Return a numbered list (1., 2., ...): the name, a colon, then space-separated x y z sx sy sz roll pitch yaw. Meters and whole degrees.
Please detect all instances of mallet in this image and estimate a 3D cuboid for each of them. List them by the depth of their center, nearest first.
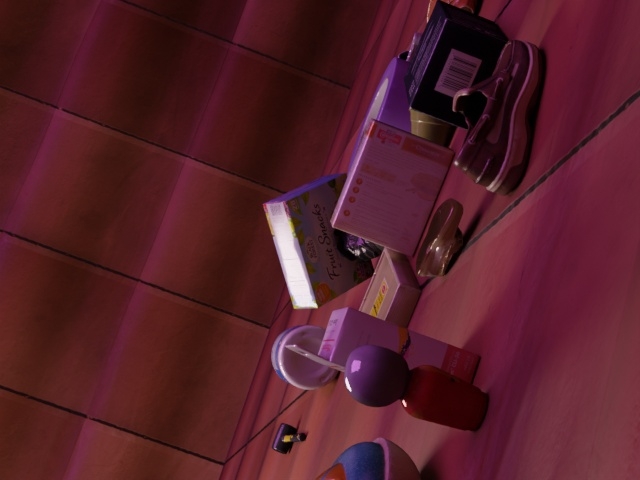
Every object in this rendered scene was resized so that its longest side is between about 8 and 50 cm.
1. mallet: -0.056 0.400 2.325 0.190 0.039 0.062 135 157 -66

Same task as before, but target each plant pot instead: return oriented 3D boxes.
1. plant pot: 0.184 -0.177 1.895 0.083 0.083 0.079 -127 44 -83

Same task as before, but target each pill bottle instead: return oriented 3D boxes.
1. pill bottle: -0.032 0.229 2.222 0.221 0.124 0.124 146 144 -82

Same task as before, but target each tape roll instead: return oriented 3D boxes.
1. tape roll: 0.146 -0.241 2.363 0.275 0.090 0.275 -160 90 -85

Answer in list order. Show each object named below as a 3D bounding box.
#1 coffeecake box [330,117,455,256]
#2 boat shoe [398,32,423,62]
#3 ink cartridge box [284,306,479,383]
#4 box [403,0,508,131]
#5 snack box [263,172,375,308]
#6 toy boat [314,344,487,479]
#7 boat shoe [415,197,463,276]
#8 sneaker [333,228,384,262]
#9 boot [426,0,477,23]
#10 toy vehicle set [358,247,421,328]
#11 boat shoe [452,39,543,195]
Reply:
1. coffeecake box: 0.116 -0.087 1.831 0.068 0.142 0.185 -104 35 -79
2. boat shoe: 0.202 -0.400 2.510 0.184 0.063 0.066 125 165 -66
3. ink cartridge box: 0.066 0.126 1.274 0.115 0.198 0.067 144 146 -79
4. box: 0.212 -0.282 1.788 0.207 0.108 0.153 -83 14 -69
5. snack box: 0.000 0.000 2.070 0.070 0.207 0.174 -6 15 45
6. toy boat: 0.051 0.259 1.203 0.267 0.148 0.318 -84 15 -68
7. boat shoe: 0.169 -0.002 1.519 0.135 0.045 0.050 113 164 -45
8. sneaker: 0.088 -0.046 2.056 0.130 0.087 0.227 -27 34 30
9. boot: 0.249 -0.428 2.157 0.197 0.073 0.152 113 170 -49
10. toy vehicle set: 0.100 0.117 1.803 0.267 0.035 0.166 -97 28 -78
11. boat shoe: 0.217 -0.175 1.416 0.095 0.095 0.257 116 172 -46
